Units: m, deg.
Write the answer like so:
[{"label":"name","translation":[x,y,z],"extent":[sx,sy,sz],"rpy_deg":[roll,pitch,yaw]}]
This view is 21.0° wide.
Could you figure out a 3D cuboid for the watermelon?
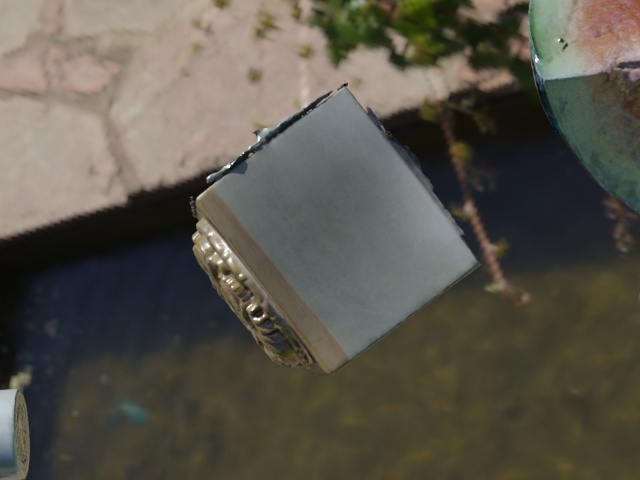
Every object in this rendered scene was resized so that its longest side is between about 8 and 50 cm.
[{"label":"watermelon","translation":[0.223,-0.115,1.010],"extent":[0.202,0.136,0.207],"rpy_deg":[5,63,7]}]

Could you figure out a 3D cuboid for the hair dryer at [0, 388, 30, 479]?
[{"label":"hair dryer","translation":[-0.187,0.144,0.885],"extent":[0.047,0.082,0.137],"rpy_deg":[-98,2,-72]}]

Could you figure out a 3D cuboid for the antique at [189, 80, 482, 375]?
[{"label":"antique","translation":[0.000,0.000,1.126],"extent":[0.148,0.147,0.152],"rpy_deg":[-37,88,-5]}]
